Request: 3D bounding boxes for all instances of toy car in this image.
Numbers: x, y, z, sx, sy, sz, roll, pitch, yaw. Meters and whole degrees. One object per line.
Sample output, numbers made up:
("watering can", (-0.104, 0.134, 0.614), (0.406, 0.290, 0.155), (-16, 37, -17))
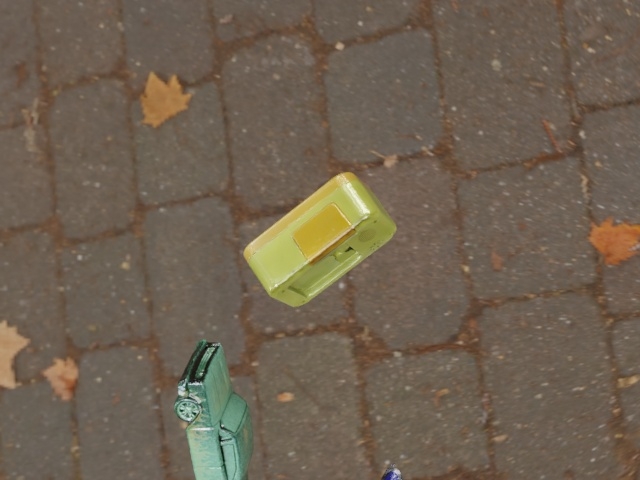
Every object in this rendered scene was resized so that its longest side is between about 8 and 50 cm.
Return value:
("toy car", (-0.167, 0.329, 1.676), (0.097, 0.141, 0.320), (-2, 116, 11))

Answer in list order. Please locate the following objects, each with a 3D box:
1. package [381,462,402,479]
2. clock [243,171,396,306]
("package", (0.046, 0.223, 0.738), (0.077, 0.033, 0.110), (41, 119, 51))
("clock", (0.000, 0.000, 1.467), (0.202, 0.143, 0.096), (-37, 67, 8))
